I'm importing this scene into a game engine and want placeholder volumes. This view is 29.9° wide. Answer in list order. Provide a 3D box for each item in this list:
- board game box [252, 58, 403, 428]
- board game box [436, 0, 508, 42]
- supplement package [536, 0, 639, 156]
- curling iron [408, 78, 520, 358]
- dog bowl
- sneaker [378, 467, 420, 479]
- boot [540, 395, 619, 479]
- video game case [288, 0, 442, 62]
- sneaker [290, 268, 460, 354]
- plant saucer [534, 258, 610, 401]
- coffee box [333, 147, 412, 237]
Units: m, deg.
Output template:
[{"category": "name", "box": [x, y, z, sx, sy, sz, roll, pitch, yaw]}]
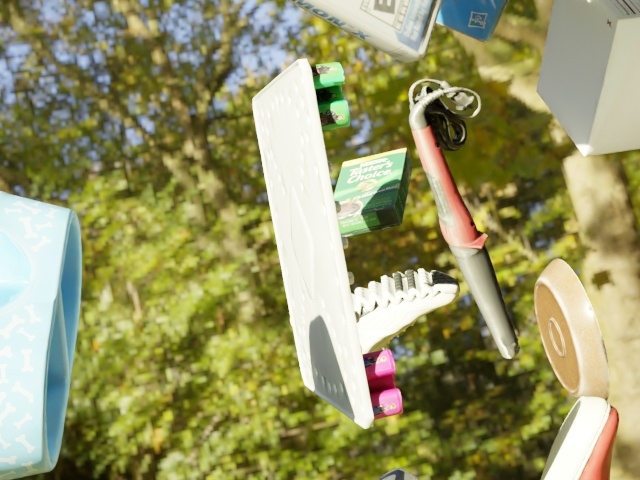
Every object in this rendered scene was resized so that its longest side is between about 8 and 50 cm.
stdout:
[{"category": "board game box", "box": [0.000, 0.000, 1.424, 0.050, 0.390, 0.390, -10, 2, -10]}, {"category": "board game box", "box": [0.067, -0.341, 1.292, 0.302, 0.308, 0.086, -62, -6, -65]}, {"category": "supplement package", "box": [0.394, -0.230, 1.444, 0.203, 0.149, 0.194, -9, -48, -15]}, {"category": "curling iron", "box": [0.133, -0.013, 1.034, 0.068, 0.274, 0.035, -27, 23, -19]}, {"category": "dog bowl", "box": [-0.264, 0.083, 1.076, 0.074, 0.297, 0.166, 1, -47, -5]}, {"category": "sneaker", "box": [0.124, 0.393, 1.399, 0.153, 0.235, 0.094, -42, -13, -30]}, {"category": "boot", "box": [0.267, 0.260, 1.040, 0.176, 0.244, 0.088, 18, 26, 16]}, {"category": "video game case", "box": [0.005, -0.350, 0.941, 0.300, 0.329, 0.036, 23, -12, -27]}, {"category": "sneaker", "box": [0.101, 0.130, 2.031, 0.292, 0.118, 0.110, -17, 15, 13]}, {"category": "plant saucer", "box": [0.273, 0.104, 1.327, 0.029, 0.168, 0.168, -16, -17, -6]}, {"category": "coffee box", "box": [0.077, -0.074, 1.844, 0.113, 0.184, 0.040, -11, -61, 19]}]
